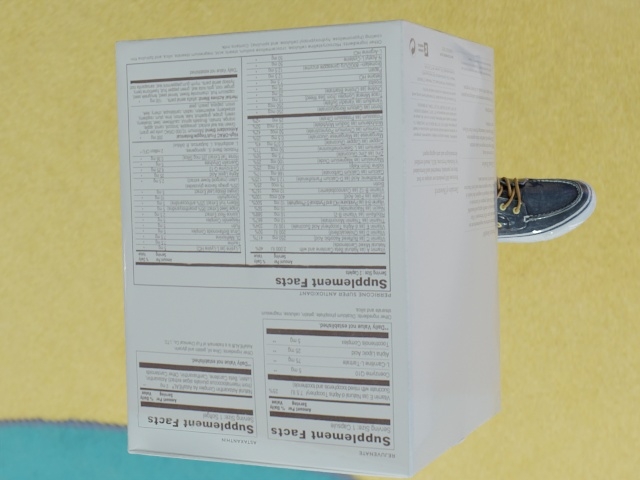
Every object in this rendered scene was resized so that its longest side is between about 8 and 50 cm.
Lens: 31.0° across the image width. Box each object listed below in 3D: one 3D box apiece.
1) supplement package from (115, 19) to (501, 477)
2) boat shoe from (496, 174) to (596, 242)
[{"bbox_3d":[0.000,0.000,0.774,0.198,0.199,0.263,0,94,24],"label":"supplement package"},{"bbox_3d":[0.184,-0.040,1.176,0.183,0.065,0.083,-12,143,18],"label":"boat shoe"}]
